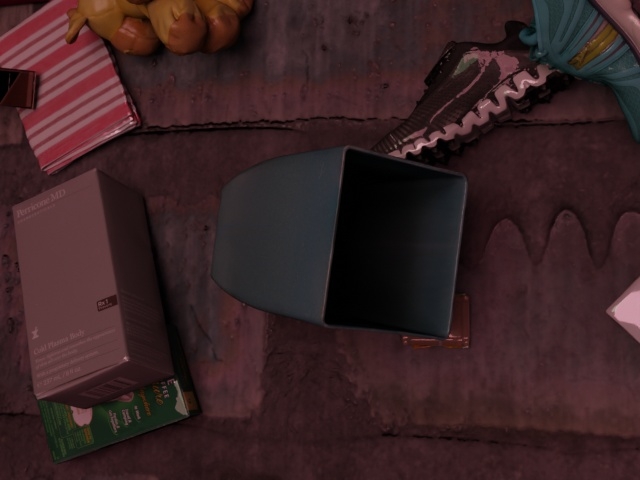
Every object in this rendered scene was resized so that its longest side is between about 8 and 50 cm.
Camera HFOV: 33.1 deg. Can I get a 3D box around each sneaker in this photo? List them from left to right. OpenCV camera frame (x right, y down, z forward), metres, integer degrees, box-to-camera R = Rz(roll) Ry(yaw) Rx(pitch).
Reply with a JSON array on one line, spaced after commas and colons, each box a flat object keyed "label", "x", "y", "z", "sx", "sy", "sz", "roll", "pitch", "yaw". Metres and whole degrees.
[{"label": "sneaker", "x": 0.141, "y": -0.152, "z": 1.138, "sx": 0.234, "sy": 0.078, "sz": 0.106, "roll": -30, "pitch": 74, "yaw": 9}, {"label": "sneaker", "x": 0.254, "y": -0.204, "z": 1.051, "sx": 0.110, "sy": 0.107, "sz": 0.275, "roll": -32, "pitch": 109, "yaw": 15}]

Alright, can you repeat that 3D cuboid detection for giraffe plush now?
[{"label": "giraffe plush", "x": -0.207, "y": -0.278, "z": 1.225, "sx": 0.171, "sy": 0.181, "sz": 0.210, "roll": -30, "pitch": 87, "yaw": 34}]

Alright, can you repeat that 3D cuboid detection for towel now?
[{"label": "towel", "x": -0.310, "y": -0.195, "z": 1.309, "sx": 0.144, "sy": 0.029, "sz": 0.197, "roll": -27, "pitch": 77, "yaw": 16}]

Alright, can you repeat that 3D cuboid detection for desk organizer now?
[{"label": "desk organizer", "x": -0.410, "y": -0.190, "z": 1.307, "sx": 0.130, "sy": 0.050, "sz": 0.047, "roll": 10, "pitch": 98, "yaw": 32}]

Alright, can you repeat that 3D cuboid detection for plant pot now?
[{"label": "plant pot", "x": 0.000, "y": 0.000, "z": 1.093, "sx": 0.234, "sy": 0.166, "sz": 0.165, "roll": 5, "pitch": 86, "yaw": 50}]

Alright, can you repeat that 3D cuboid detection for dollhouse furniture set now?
[{"label": "dollhouse furniture set", "x": 0.121, "y": 0.038, "z": 1.151, "sx": 0.076, "sy": 0.058, "sz": 0.151, "roll": -1, "pitch": 104, "yaw": 10}]

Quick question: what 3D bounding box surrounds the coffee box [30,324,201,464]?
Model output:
[{"label": "coffee box", "x": -0.236, "y": 0.178, "z": 1.240, "sx": 0.184, "sy": 0.040, "sz": 0.113, "roll": -23, "pitch": 77, "yaw": 15}]

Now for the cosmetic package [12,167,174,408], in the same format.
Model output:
[{"label": "cosmetic package", "x": -0.256, "y": 0.054, "z": 1.200, "sx": 0.127, "sy": 0.107, "sz": 0.237, "roll": -24, "pitch": 66, "yaw": 16}]

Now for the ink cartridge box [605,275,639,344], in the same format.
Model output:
[{"label": "ink cartridge box", "x": 0.426, "y": 0.039, "z": 0.964, "sx": 0.270, "sy": 0.198, "sz": 0.197, "roll": -47, "pitch": 73, "yaw": 7}]

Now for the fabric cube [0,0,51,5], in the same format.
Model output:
[{"label": "fabric cube", "x": -0.483, "y": -0.425, "z": 1.267, "sx": 0.258, "sy": 0.254, "sz": 0.258, "roll": 0, "pitch": 84, "yaw": 16}]
